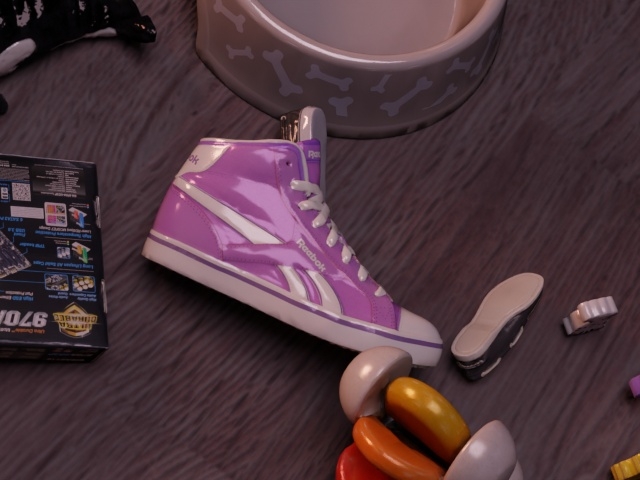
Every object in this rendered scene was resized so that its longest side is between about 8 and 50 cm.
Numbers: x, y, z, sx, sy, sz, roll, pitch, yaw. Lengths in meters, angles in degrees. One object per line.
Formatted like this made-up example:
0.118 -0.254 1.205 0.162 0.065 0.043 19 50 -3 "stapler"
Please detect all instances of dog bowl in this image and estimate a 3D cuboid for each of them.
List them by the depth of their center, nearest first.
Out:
0.030 -0.276 1.677 0.349 0.102 0.349 6 63 -12 "dog bowl"

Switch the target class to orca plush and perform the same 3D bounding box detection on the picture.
-0.291 -0.198 1.557 0.287 0.102 0.151 0 65 -14 "orca plush"

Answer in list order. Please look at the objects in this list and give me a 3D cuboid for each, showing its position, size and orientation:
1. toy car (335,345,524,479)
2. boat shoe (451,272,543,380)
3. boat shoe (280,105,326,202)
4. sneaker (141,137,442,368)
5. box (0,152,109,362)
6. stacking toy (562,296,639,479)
0.075 0.188 1.431 0.159 0.182 0.136 36 77 23 "toy car"
0.168 0.079 1.576 0.046 0.038 0.125 10 45 39 "boat shoe"
-0.021 -0.057 1.594 0.040 0.049 0.142 -4 69 24 "boat shoe"
0.000 0.000 1.504 0.282 0.102 0.161 26 88 -2 "sneaker"
-0.293 0.012 1.450 0.220 0.051 0.175 4 67 -28 "box"
0.348 0.125 1.596 0.221 0.052 0.167 -10 70 -20 "stacking toy"
